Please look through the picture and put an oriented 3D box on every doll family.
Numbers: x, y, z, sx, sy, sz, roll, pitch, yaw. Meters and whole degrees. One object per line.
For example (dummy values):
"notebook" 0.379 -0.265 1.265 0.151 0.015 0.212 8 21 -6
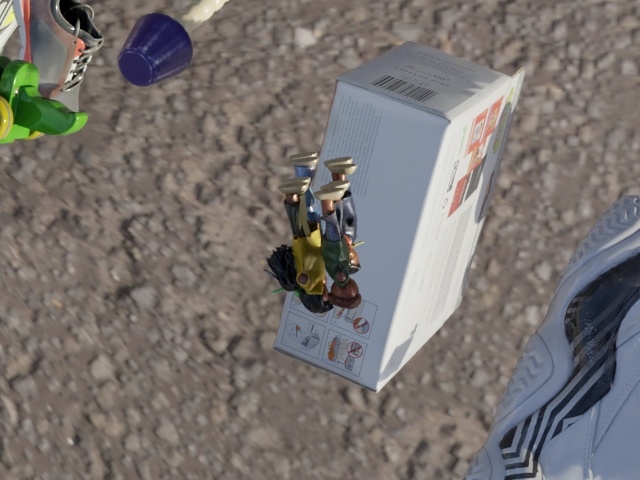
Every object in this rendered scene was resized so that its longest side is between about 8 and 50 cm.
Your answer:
"doll family" 0.000 0.000 1.213 0.076 0.193 0.111 -6 105 10

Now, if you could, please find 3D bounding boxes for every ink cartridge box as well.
"ink cartridge box" 0.089 -0.039 1.674 0.130 0.272 0.310 22 114 17

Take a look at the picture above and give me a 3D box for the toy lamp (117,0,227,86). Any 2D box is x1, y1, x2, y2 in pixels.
"toy lamp" -0.146 -0.263 1.826 0.080 0.080 0.275 55 42 -18

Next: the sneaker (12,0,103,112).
"sneaker" -0.212 -0.155 1.301 0.064 0.061 0.158 7 129 15

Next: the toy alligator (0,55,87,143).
"toy alligator" -0.227 -0.080 0.944 0.189 0.056 0.051 -5 94 22

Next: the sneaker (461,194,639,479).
"sneaker" 0.192 0.166 0.911 0.210 0.137 0.366 23 78 18

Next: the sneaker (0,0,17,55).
"sneaker" -0.353 -0.225 1.450 0.385 0.147 0.145 -46 72 1
